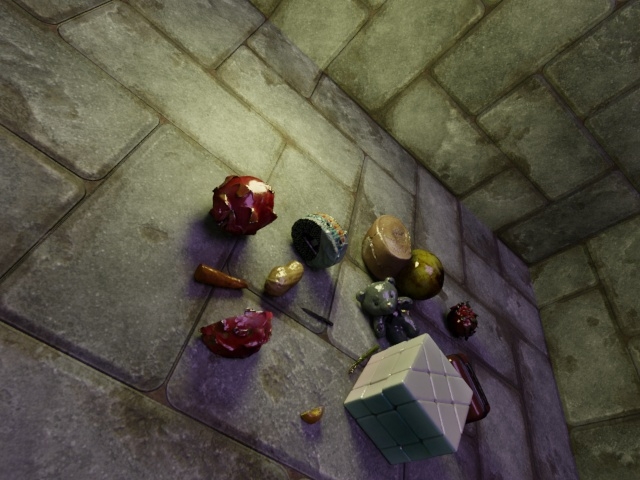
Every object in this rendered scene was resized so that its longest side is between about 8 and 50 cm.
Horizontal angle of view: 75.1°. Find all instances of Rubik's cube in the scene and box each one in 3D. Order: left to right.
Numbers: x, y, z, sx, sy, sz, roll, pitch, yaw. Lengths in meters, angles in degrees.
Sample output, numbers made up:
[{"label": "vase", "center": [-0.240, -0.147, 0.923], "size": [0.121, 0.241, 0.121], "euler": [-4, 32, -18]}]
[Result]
[{"label": "Rubik's cube", "center": [0.345, 0.611, 1.615], "size": [0.321, 0.316, 0.319], "euler": [51, 37, -1]}]

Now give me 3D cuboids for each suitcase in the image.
[{"label": "suitcase", "center": [0.604, 0.680, 1.895], "size": [0.161, 0.236, 0.296], "euler": [1, 62, -47]}]

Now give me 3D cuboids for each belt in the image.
[{"label": "belt", "center": [0.000, 0.000, 1.825], "size": [0.257, 0.207, 0.150], "euler": [50, 39, 9]}]

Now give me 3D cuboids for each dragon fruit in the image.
[{"label": "dragon fruit", "center": [-0.291, -0.138, 1.621], "size": [0.250, 0.250, 0.315], "euler": [61, 22, 11]}, {"label": "dragon fruit", "center": [-0.244, 0.307, 1.362], "size": [0.274, 0.161, 0.126], "euler": [4, 56, -47]}, {"label": "dragon fruit", "center": [0.801, 0.450, 2.345], "size": [0.182, 0.182, 0.188], "euler": [15, 42, -39]}]

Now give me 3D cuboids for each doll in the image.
[{"label": "doll", "center": [0.334, 0.334, 1.924], "size": [0.246, 0.158, 0.340], "euler": [-33, 86, -15]}]

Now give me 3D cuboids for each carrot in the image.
[{"label": "carrot", "center": [-0.342, 0.139, 1.482], "size": [0.210, 0.061, 0.061], "euler": [24, 46, -38]}]

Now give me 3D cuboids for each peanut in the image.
[{"label": "peanut", "center": [-0.140, 0.144, 1.653], "size": [0.108, 0.095, 0.226], "euler": [58, 37, 1]}]

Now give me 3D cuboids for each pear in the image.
[{"label": "pear", "center": [0.520, 0.187, 2.180], "size": [0.284, 0.284, 0.283], "euler": [27, 44, -30]}]

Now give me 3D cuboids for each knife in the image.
[{"label": "knife", "center": [-0.012, 0.315, 1.724], "size": [0.170, 0.010, 0.023], "euler": [33, 36, -21]}]

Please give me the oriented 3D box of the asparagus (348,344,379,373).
[{"label": "asparagus", "center": [0.186, 0.502, 1.773], "size": [0.249, 0.025, 0.024], "euler": [-20, 119, -52]}]

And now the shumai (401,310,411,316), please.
[{"label": "shumai", "center": [0.409, 0.388, 2.051], "size": [0.123, 0.105, 0.139], "euler": [39, 65, -23]}]

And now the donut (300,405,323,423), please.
[{"label": "donut", "center": [-0.025, 0.604, 1.458], "size": [0.083, 0.038, 0.067], "euler": [36, 43, -24]}]

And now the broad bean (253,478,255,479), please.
[{"label": "broad bean", "center": [-0.125, 0.817, 1.181], "size": [0.060, 0.043, 0.297], "euler": [-23, 80, -42]}]

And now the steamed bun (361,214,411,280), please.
[{"label": "steamed bun", "center": [0.308, 0.033, 2.092], "size": [0.199, 0.251, 0.301], "euler": [16, 45, -27]}]
